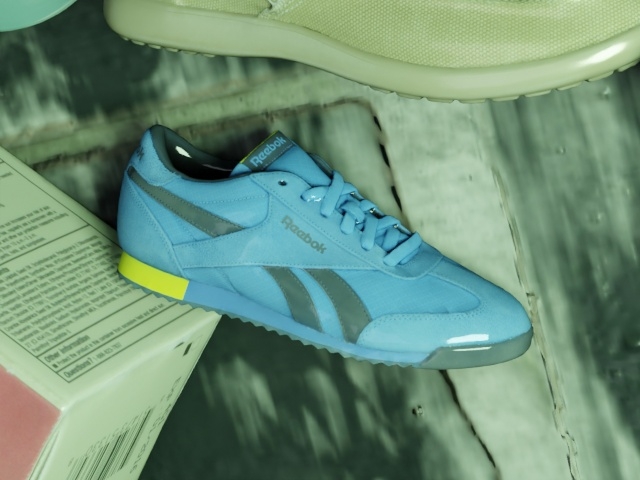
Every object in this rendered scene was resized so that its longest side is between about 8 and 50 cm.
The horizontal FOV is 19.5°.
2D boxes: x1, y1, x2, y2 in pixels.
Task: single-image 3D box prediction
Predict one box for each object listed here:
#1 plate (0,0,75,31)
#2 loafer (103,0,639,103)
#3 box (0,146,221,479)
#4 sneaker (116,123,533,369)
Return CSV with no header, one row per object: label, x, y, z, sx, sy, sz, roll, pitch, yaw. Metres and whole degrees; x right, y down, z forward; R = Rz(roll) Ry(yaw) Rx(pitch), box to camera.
plate,-0.176,-0.193,0.906,0.188,0.024,0.188,8,109,25
loafer,0.022,-0.120,0.787,0.268,0.102,0.092,8,114,24
box,-0.193,0.037,0.909,0.232,0.148,0.127,35,118,14
sneaker,0.000,0.000,0.852,0.209,0.069,0.082,16,107,21
